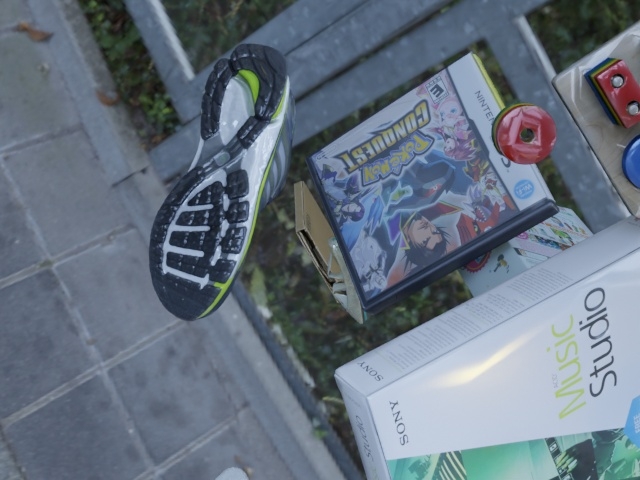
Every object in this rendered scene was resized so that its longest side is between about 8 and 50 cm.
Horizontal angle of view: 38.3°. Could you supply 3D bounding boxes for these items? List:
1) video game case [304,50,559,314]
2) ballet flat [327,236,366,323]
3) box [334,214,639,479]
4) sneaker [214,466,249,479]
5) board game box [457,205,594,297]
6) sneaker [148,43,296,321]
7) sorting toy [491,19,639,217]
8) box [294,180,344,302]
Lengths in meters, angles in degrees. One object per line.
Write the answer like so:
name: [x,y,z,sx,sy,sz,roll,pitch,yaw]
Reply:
video game case: [0.132,-0.075,1.194,0.035,0.274,0.248,27,37,-56]
ballet flat: [0.038,0.057,1.381,0.057,0.052,0.168,-94,178,-54]
box: [0.184,0.143,0.781,0.322,0.058,0.232,-25,116,-18]
sneaker: [-0.115,0.457,1.419,0.094,0.080,0.212,50,18,-49]
board game box: [0.306,0.048,1.251,0.224,0.098,0.303,15,30,-27]
sneaker: [-0.087,-0.052,0.994,0.300,0.111,0.121,-70,157,-10]
sorting toy: [0.275,-0.107,0.694,0.132,0.274,0.046,55,6,-12]
box: [0.000,0.000,1.659,0.164,0.021,0.201,60,11,-25]
